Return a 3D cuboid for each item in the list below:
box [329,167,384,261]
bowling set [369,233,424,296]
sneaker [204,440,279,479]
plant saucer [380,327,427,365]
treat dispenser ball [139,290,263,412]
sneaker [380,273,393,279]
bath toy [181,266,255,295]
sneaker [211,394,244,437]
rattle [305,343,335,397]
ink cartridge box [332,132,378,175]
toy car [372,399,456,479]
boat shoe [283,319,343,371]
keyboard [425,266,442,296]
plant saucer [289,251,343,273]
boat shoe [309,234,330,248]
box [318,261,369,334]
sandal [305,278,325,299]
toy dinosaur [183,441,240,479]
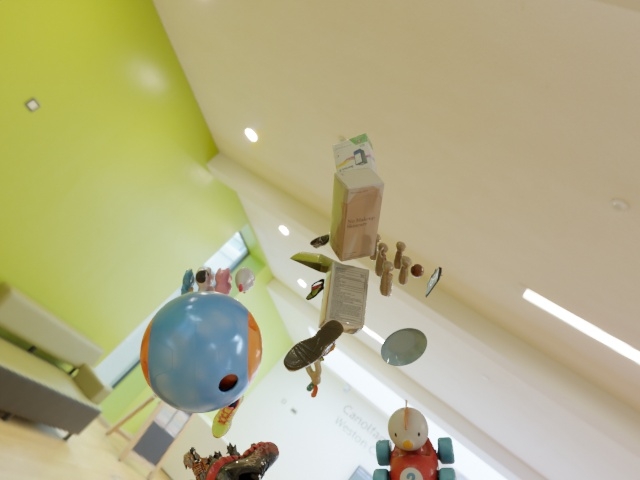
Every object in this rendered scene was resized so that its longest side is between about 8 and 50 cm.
[{"bbox_3d":[0.123,-0.090,1.657,0.121,0.148,0.311,-122,-154,-48],"label":"box"},{"bbox_3d":[0.300,0.070,1.785,0.287,0.200,0.154,-105,-168,-53],"label":"bowling set"},{"bbox_3d":[-0.204,0.686,1.385,0.135,0.097,0.276,16,5,36],"label":"sneaker"},{"bbox_3d":[0.330,0.418,1.859,0.195,0.195,0.037,56,7,-28],"label":"plant saucer"},{"bbox_3d":[-0.284,0.266,1.126,0.288,0.288,0.288,37,-22,18],"label":"treat dispenser ball"},{"bbox_3d":[0.345,0.208,2.401,0.067,0.064,0.175,-6,-81,27],"label":"sneaker"},{"bbox_3d":[-0.480,0.209,2.192,0.348,0.129,0.151,-4,-53,11],"label":"bath toy"},{"bbox_3d":[-0.392,0.716,1.931,0.081,0.208,0.094,23,-25,4],"label":"sneaker"},{"bbox_3d":[0.003,0.564,2.025,0.130,0.143,0.199,-14,-91,44],"label":"rattle"},{"bbox_3d":[0.146,-0.317,1.923,0.154,0.212,0.093,-16,-29,18],"label":"ink cartridge box"},{"bbox_3d":[0.243,0.554,1.266,0.219,0.210,0.238,-9,-71,15],"label":"toy car"},{"bbox_3d":[-0.018,0.330,1.405,0.080,0.223,0.073,40,-34,24],"label":"boat shoe"},{"bbox_3d":[0.490,0.171,1.961,0.038,0.100,0.192,16,-27,3],"label":"keyboard"},{"bbox_3d":[0.001,0.092,1.898,0.188,0.045,0.188,27,-14,-39],"label":"plant saucer"},{"bbox_3d":[0.000,0.000,2.007,0.038,0.046,0.125,30,-30,-24],"label":"boat shoe"},{"bbox_3d":[0.087,0.220,1.745,0.149,0.232,0.127,13,-27,-8],"label":"box"},{"bbox_3d":[-0.004,0.190,1.997,0.040,0.179,0.067,41,21,-16],"label":"sandal"},{"bbox_3d":[-0.456,1.018,2.012,0.164,0.218,0.322,-16,-74,28],"label":"toy dinosaur"}]
